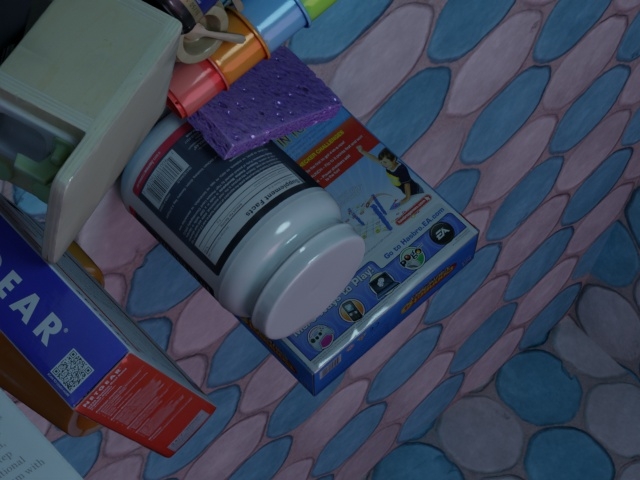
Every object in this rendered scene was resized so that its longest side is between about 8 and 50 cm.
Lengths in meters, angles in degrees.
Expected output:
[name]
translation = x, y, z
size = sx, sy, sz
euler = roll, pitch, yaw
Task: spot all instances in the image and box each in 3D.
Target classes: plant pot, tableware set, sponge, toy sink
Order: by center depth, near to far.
[toy sink]
translation = -0.254, -0.122, 1.660
size = 0.234, 0.131, 0.153
euler = -60, 175, -32
[tableware set]
translation = -0.151, -0.252, 1.848
size = 0.128, 0.039, 0.194
euler = -45, 150, -5
[plant pot]
translation = -0.317, 0.132, 2.077
size = 0.205, 0.188, 0.205
euler = -40, 159, -19
[sponge]
translation = -0.079, -0.173, 2.077
size = 0.210, 0.117, 0.031
euler = -24, 153, -46

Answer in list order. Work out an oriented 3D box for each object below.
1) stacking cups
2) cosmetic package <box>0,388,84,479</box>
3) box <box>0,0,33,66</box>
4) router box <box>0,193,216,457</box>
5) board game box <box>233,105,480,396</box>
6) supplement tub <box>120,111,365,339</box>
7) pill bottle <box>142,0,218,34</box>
[stacking cups]
translation = -0.056, -0.259, 1.988
size = 0.316, 0.096, 0.096
euler = -44, 160, -8
[cosmetic package]
translation = -0.436, 0.163, 1.507
size = 0.230, 0.453, 0.161
euler = -34, 157, -30
[box]
translation = -0.348, -0.206, 1.569
size = 0.175, 0.051, 0.220
euler = -28, 154, -43
[router box]
translation = -0.286, 0.067, 1.805
size = 0.082, 0.335, 0.301
euler = -45, 159, -2
[board game box]
translation = 0.000, 0.000, 2.295
size = 0.308, 0.302, 0.086
euler = -39, 159, -17
[supplement tub]
translation = -0.097, -0.029, 2.087
size = 0.191, 0.272, 0.191
euler = -40, 160, -18
[pill bottle]
translation = -0.109, -0.325, 1.712
size = 0.219, 0.123, 0.123
euler = -47, 160, -6
